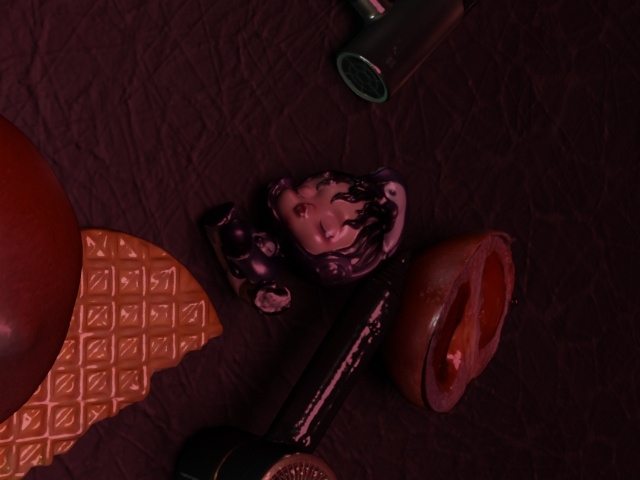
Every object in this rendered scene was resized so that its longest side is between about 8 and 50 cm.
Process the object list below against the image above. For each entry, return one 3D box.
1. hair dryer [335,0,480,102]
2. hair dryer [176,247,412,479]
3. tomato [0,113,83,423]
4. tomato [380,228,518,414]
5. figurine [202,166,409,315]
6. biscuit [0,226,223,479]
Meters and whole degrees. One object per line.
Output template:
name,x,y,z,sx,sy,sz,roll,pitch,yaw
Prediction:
hair dryer,0.051,-0.307,1.463,0.248,0.078,0.195,48,68,-15
hair dryer,-0.005,0.153,1.376,0.107,0.189,0.352,42,71,-26
tomato,-0.352,0.028,1.096,0.321,0.321,0.321,-1,92,-29
tomato,0.131,0.074,1.471,0.228,0.112,0.199,-34,135,-52
figurine,0.000,0.000,1.411,0.222,0.145,0.145,-23,102,-16
biscuit,-0.256,0.097,1.316,0.309,0.040,0.204,-35,107,-24
